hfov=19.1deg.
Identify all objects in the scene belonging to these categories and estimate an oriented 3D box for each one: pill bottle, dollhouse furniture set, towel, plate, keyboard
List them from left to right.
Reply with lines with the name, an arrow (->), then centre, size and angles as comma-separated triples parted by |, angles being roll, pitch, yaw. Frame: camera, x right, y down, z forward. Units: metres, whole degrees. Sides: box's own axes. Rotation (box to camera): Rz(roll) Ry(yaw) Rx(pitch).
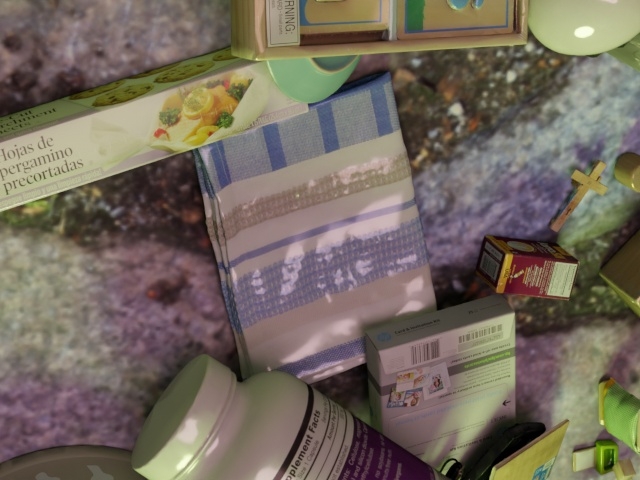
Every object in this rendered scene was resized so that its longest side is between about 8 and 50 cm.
pill bottle -> -0.009, 0.243, 1.758 | 0.323, 0.181, 0.181 | 34, 96, -14
towel -> 0.000, 0.000, 1.793 | 0.209, 0.034, 0.285 | -18, 115, -14
plate -> 0.011, -0.210, 1.662 | 0.188, 0.024, 0.188 | -32, 130, -48
keyboard -> 0.140, 0.245, 1.911 | 0.192, 0.038, 0.100 | -52, 155, 20
dollhouse furniture set -> 0.294, 0.223, 1.963 | 0.058, 0.076, 0.151 | -11, 114, -17

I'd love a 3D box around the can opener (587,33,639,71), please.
can opener -> 0.268, -0.226, 1.798 | 0.283, 0.076, 0.095 | 26, 67, -26

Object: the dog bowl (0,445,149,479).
dog bowl -> -0.233, 0.374, 1.813 | 0.349, 0.102, 0.349 | -7, 112, -17

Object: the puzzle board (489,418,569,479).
puzzle board -> 0.203, 0.234, 1.924 | 0.096, 0.011, 0.128 | -31, 154, -22

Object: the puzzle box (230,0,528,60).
puzzle box -> 0.055, -0.358, 1.575 | 0.272, 0.052, 0.409 | -7, 104, -27

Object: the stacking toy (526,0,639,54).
stacking toy -> 0.347, -0.358, 1.641 | 0.350, 0.350, 0.480 | 38, 103, -28

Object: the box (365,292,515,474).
box -> 0.121, 0.152, 1.871 | 0.145, 0.038, 0.186 | -16, 127, -14

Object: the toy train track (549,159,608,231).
toy train track -> 0.253, -0.046, 1.881 | 0.048, 0.014, 0.083 | 27, 105, -34

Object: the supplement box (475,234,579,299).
supplement box -> 0.203, 0.027, 1.866 | 0.083, 0.055, 0.043 | 6, 107, -23

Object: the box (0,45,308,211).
box -> -0.172, -0.102, 1.672 | 0.324, 0.067, 0.063 | -18, 115, -12

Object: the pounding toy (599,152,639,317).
pounding toy -> 0.373, -0.002, 1.896 | 0.181, 0.094, 0.206 | -46, 118, 1
